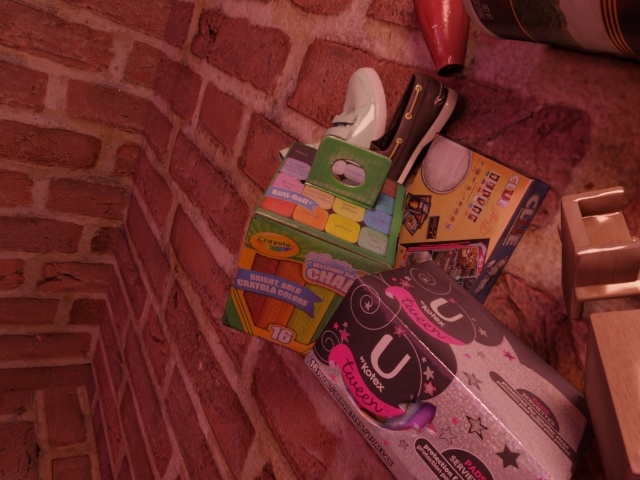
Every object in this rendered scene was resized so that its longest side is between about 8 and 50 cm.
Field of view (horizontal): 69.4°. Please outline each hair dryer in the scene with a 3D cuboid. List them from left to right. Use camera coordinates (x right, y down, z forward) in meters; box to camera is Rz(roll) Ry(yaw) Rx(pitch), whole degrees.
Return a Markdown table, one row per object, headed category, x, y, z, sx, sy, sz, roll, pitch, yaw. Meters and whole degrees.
| category | x | y | z | sx | sy | sz | roll | pitch | yaw |
| --- | --- | --- | --- | --- | --- | --- | --- | --- | --- |
| hair dryer | 0.206 | -0.357 | 0.586 | 0.223 | 0.080 | 0.293 | 45 | 121 | 46 |

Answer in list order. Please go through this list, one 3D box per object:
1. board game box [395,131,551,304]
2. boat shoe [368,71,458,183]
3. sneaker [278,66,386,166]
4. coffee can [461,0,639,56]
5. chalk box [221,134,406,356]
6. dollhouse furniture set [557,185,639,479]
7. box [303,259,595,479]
| category | x | y | z | sx | sy | sz | roll | pitch | yaw |
| --- | --- | --- | --- | --- | --- | --- | --- | --- | --- |
| board game box | 0.167 | 0.001 | 0.617 | 0.165 | 0.042 | 0.243 | 46 | 121 | 46 |
| boat shoe | 0.105 | -0.132 | 0.678 | 0.228 | 0.068 | 0.081 | -58 | 14 | 26 |
| sneaker | 0.015 | -0.166 | 0.746 | 0.094 | 0.151 | 0.256 | -170 | 88 | -67 |
| coffee can | 0.279 | -0.254 | 0.371 | 0.275 | 0.201 | 0.201 | 41 | 117 | 49 |
| chalk box | 0.000 | 0.000 | 0.631 | 0.179 | 0.180 | 0.289 | -70 | 2 | -48 |
| dollhouse furniture set | 0.380 | 0.097 | 0.303 | 0.355 | 0.174 | 0.303 | -10 | 53 | 21 |
| box | 0.133 | 0.155 | 0.492 | 0.247 | 0.163 | 0.142 | 45 | 122 | 29 |
